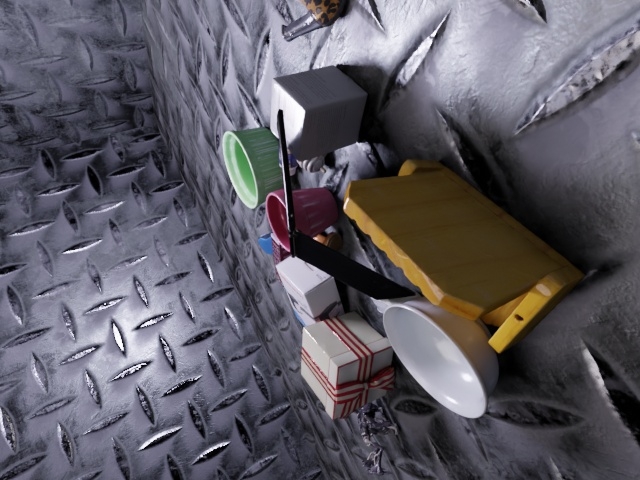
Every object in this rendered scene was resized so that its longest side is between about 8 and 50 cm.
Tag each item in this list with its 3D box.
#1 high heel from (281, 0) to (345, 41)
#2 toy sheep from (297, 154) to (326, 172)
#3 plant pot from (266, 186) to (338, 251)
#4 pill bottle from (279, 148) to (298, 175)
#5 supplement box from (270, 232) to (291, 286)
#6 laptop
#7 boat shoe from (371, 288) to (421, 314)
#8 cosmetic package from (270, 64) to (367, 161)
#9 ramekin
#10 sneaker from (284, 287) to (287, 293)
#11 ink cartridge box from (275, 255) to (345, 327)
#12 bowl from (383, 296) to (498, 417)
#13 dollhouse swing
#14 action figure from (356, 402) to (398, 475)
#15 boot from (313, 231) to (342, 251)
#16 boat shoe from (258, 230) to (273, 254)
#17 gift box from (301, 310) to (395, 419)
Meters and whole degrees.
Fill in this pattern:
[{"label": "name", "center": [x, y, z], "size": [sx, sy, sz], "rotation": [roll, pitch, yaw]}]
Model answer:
[{"label": "high heel", "center": [-0.024, -0.623, 0.935], "size": [0.186, 0.093, 0.261], "rotation": [-1, 99, 40]}, {"label": "toy sheep", "center": [-0.027, -0.252, 1.218], "size": [0.132, 0.091, 0.091], "rotation": [50, 151, 22]}, {"label": "plant pot", "center": [-0.051, -0.085, 1.291], "size": [0.201, 0.180, 0.201], "rotation": [46, 148, 40]}, {"label": "pill bottle", "center": [-0.108, -0.284, 1.369], "size": [0.067, 0.067, 0.120], "rotation": [50, 150, 33]}, {"label": "supplement box", "center": [-0.118, 0.061, 1.613], "size": [0.073, 0.130, 0.239], "rotation": [43, 146, 42]}, {"label": "laptop", "center": [0.035, -0.049, 0.974], "size": [0.382, 0.237, 0.407], "rotation": [111, 153, -79]}, {"label": "boat shoe", "center": [0.219, 0.183, 1.116], "size": [0.081, 0.079, 0.227], "rotation": [65, 162, -13]}, {"label": "cosmetic package", "center": [-0.009, -0.319, 0.999], "size": [0.151, 0.184, 0.151], "rotation": [52, 151, 29]}, {"label": "ramekin", "center": [-0.248, -0.289, 1.548], "size": [0.303, 0.148, 0.303], "rotation": [45, 148, 39]}, {"label": "sneaker", "center": [-0.159, 0.124, 1.783], "size": [0.125, 0.104, 0.261], "rotation": [47, 148, 41]}, {"label": "ink cartridge box", "center": [-0.026, 0.220, 1.509], "size": [0.223, 0.129, 0.307], "rotation": [38, 153, 48]}, {"label": "bowl", "center": [0.291, 0.236, 0.911], "size": [0.298, 0.134, 0.297], "rotation": [47, 157, 28]}, {"label": "dollhouse swing", "center": [0.209, 0.053, 0.742], "size": [0.347, 0.305, 0.315], "rotation": [50, 150, 31]}, {"label": "action figure", "center": [0.213, 0.728, 1.524], "size": [0.164, 0.141, 0.275], "rotation": [108, 160, -66]}, {"label": "boot", "center": [0.000, 0.000, 1.390], "size": [0.152, 0.073, 0.197], "rotation": [53, 152, 29]}, {"label": "boat shoe", "center": [-0.193, 0.005, 1.775], "size": [0.258, 0.089, 0.109], "rotation": [-5, 119, 59]}, {"label": "gift box", "center": [0.099, 0.432, 1.360], "size": [0.258, 0.255, 0.276], "rotation": [37, 136, 51]}]
